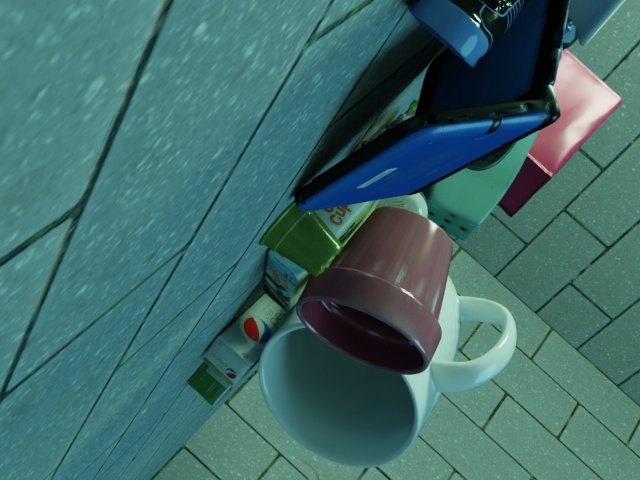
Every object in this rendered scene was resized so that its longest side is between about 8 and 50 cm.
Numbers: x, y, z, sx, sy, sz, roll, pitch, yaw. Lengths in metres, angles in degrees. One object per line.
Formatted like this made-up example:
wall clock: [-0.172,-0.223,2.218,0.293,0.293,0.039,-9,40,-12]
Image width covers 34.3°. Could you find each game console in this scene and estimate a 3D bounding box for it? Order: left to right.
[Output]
game console: [0.117,-0.160,1.134,0.250,0.173,0.293,-10,171,-28]

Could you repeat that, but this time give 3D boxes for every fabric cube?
fabric cube: [0.436,-0.253,2.242,0.258,0.254,0.259,-47,176,-19]

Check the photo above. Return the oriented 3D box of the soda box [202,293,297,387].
soda box: [-0.104,0.151,1.741,0.069,0.074,0.216,-51,175,37]

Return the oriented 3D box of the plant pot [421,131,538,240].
plant pot: [0.279,-0.133,1.944,0.166,0.165,0.234,119,-3,-70]

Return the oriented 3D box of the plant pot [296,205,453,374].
plant pot: [0.092,0.061,1.442,0.180,0.201,0.201,-62,-179,-24]

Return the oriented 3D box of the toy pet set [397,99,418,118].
toy pet set: [0.164,-0.177,1.532,0.122,0.065,0.114,-46,175,-16]

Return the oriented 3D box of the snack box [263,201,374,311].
snack box: [0.000,0.000,1.529,0.187,0.060,0.322,-47,175,-12]

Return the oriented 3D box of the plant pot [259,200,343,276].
plant pot: [-0.017,0.000,1.257,0.083,0.079,0.083,-47,174,-6]

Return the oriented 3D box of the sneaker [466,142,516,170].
sneaker: [0.203,-0.189,1.294,0.130,0.087,0.228,150,-50,-75]

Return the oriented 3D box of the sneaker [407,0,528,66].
sneaker: [0.139,-0.217,0.924,0.090,0.081,0.232,-48,-176,19]

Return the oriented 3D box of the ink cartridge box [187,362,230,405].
ink cartridge box: [-0.171,0.237,1.905,0.109,0.062,0.209,-48,176,-3]

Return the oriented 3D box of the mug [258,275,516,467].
mug: [0.135,0.164,1.699,0.374,0.276,0.328,0,-152,29]

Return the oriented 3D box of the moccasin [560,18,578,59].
moccasin: [0.331,-0.330,1.477,0.138,0.117,0.342,-50,175,21]

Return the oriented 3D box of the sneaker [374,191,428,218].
sneaker: [0.127,-0.063,1.876,0.148,0.131,0.350,-54,-177,-20]

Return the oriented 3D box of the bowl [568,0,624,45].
bowl: [0.363,-0.384,1.224,0.298,0.134,0.298,-48,176,-5]

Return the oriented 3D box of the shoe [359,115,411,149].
shoe: [0.088,-0.122,1.368,0.178,0.081,0.063,-111,-162,-69]
